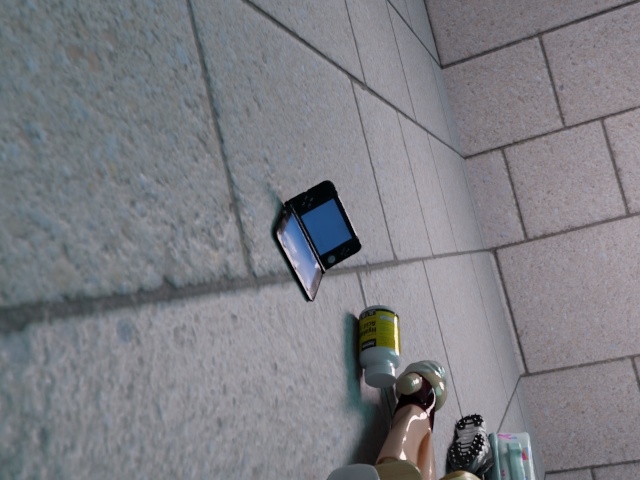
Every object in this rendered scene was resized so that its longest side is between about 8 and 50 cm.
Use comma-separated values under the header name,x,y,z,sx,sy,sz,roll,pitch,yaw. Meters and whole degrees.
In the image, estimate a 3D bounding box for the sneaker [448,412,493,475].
name,x,y,z,sx,sy,sz,roll,pitch,yaw
sneaker,0.326,0.457,1.452,0.234,0.078,0.106,-28,100,-72

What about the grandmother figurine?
name,x,y,z,sx,sy,sz,roll,pitch,yaw
grandmother figurine,0.142,0.291,1.041,0.342,0.103,0.208,-50,153,-64

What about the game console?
name,x,y,z,sx,sy,sz,roll,pitch,yaw
game console,0.000,0.000,0.923,0.122,0.107,0.071,64,-6,-29

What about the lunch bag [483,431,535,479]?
name,x,y,z,sx,sy,sz,roll,pitch,yaw
lunch bag,0.419,0.570,1.517,0.279,0.107,0.224,-84,167,-46

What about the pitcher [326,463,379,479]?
name,x,y,z,sx,sy,sz,roll,pitch,yaw
pitcher,0.064,0.385,0.770,0.207,0.125,0.178,54,47,-22

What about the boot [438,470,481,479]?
name,x,y,z,sx,sy,sz,roll,pitch,yaw
boot,0.322,0.555,1.243,0.262,0.095,0.204,40,25,-31

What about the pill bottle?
name,x,y,z,sx,sy,sz,roll,pitch,yaw
pill bottle,0.091,0.163,1.051,0.065,0.065,0.116,55,27,-43
